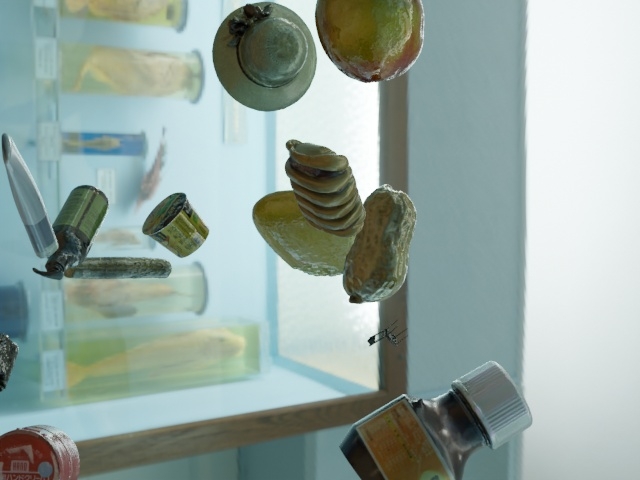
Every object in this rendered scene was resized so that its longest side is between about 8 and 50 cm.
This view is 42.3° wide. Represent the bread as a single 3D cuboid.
[{"bbox_3d":[0.003,-0.090,1.455,0.134,0.081,0.225,26,-22,29],"label":"bread"}]

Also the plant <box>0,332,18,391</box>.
[{"bbox_3d":[-0.638,0.249,1.580,0.092,0.143,0.094,-6,-49,30],"label":"plant"}]

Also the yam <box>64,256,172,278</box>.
[{"bbox_3d":[-0.599,0.082,2.449,0.067,0.317,0.071,41,-57,52],"label":"yam"}]

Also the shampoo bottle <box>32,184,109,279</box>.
[{"bbox_3d":[-0.568,-0.011,1.893,0.284,0.101,0.101,-82,-165,-51],"label":"shampoo bottle"}]

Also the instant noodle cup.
[{"bbox_3d":[-0.369,-0.033,2.143,0.122,0.151,0.151,50,-19,-28],"label":"instant noodle cup"}]

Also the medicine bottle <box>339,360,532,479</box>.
[{"bbox_3d":[0.259,0.424,1.817,0.242,0.395,0.242,56,-2,3],"label":"medicine bottle"}]

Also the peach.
[{"bbox_3d":[0.098,-0.427,1.623,0.231,0.231,0.231,7,-82,58],"label":"peach"}]

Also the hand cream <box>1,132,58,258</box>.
[{"bbox_3d":[-0.520,-0.073,1.468,0.255,0.048,0.079,86,-19,-45],"label":"hand cream"}]

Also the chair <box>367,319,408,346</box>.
[{"bbox_3d":[0.147,0.209,1.784,0.086,0.042,0.037,-34,-161,19],"label":"chair"}]

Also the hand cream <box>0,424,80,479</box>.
[{"bbox_3d":[-0.754,0.595,2.159,0.149,0.230,0.230,39,46,-84],"label":"hand cream"}]

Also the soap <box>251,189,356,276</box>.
[{"bbox_3d":[-0.001,0.003,2.215,0.306,0.427,0.115,-1,-124,34],"label":"soap"}]

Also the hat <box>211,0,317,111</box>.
[{"bbox_3d":[-0.102,-0.422,1.851,0.130,0.257,0.257,-177,-95,-67],"label":"hat"}]

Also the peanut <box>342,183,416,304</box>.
[{"bbox_3d":[0.144,0.023,1.915,0.159,0.143,0.291,35,-66,49],"label":"peanut"}]
